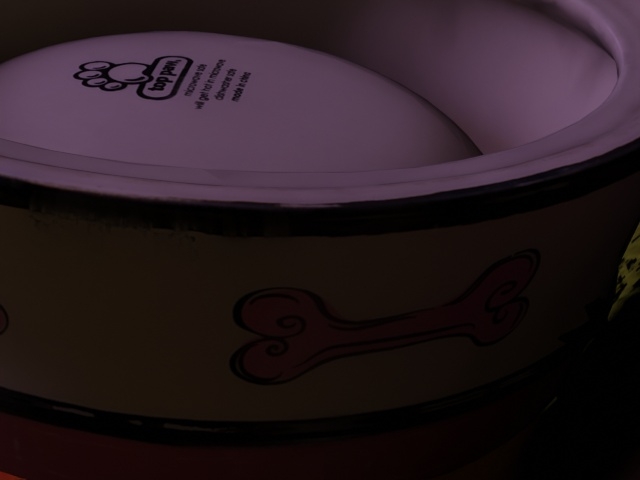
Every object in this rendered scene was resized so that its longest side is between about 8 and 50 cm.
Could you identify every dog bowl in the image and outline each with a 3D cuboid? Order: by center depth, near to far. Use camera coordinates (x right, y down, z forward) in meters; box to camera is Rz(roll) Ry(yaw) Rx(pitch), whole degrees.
[{"bbox_3d":[-0.050,-0.038,0.844,0.408,0.408,0.150,-53,-28,-60],"label":"dog bowl"}]

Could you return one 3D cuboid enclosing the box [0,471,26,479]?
[{"bbox_3d":[-0.128,0.138,0.861,0.154,0.142,0.300,-42,-2,34],"label":"box"}]
